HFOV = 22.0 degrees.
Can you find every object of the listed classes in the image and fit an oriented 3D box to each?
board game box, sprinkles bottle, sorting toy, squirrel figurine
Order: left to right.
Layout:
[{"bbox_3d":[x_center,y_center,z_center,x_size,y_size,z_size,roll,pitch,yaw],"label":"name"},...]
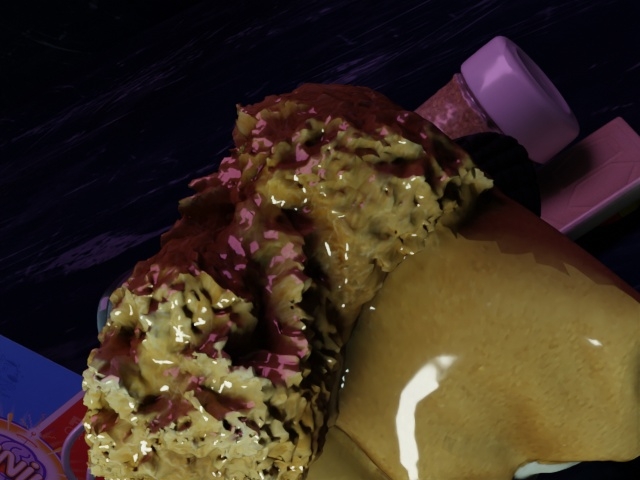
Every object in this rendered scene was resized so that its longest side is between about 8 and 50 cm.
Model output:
[{"bbox_3d":[-0.298,0.229,1.480,0.064,0.242,0.316,-64,-1,37],"label":"board game box"},{"bbox_3d":[0.006,0.124,1.005,0.370,0.397,0.281,-50,30,0],"label":"squirrel figurine"},{"bbox_3d":[0.075,-0.038,1.569,0.355,0.121,0.121,-40,17,17],"label":"sprinkles bottle"},{"bbox_3d":[0.222,-0.030,1.516,0.193,0.038,0.208,-34,15,7],"label":"sorting toy"}]

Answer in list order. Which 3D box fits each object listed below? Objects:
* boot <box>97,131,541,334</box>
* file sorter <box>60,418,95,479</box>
[{"bbox_3d":[0.000,0.000,1.295,0.338,0.118,0.222,-21,13,-41],"label":"boot"},{"bbox_3d":[-0.052,0.189,1.259,0.193,0.173,0.277,-43,21,-17],"label":"file sorter"}]
